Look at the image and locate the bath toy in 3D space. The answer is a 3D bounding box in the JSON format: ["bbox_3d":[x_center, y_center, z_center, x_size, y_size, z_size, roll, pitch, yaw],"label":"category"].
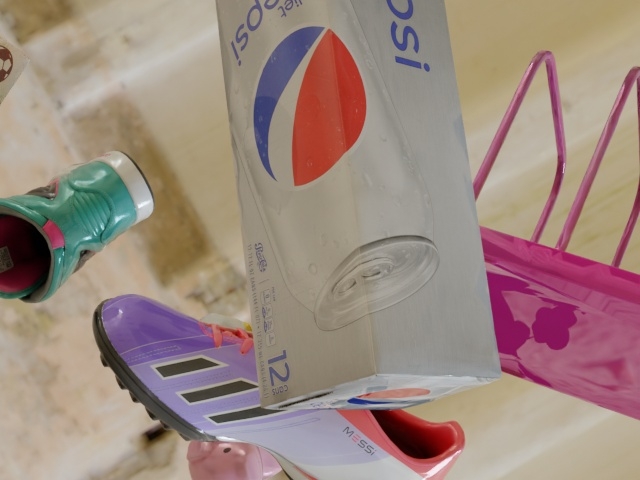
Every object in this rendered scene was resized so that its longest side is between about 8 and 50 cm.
[{"bbox_3d":[-0.099,0.256,1.474,0.151,0.129,0.348,-6,-80,62],"label":"bath toy"}]

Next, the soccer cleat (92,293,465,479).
[{"bbox_3d":[-0.029,0.116,1.055,0.318,0.116,0.109,35,27,-23],"label":"soccer cleat"}]

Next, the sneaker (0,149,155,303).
[{"bbox_3d":[-0.315,-0.001,1.527,0.124,0.178,0.295,60,-29,-4],"label":"sneaker"}]

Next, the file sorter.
[{"bbox_3d":[0.254,0.012,0.908,0.290,0.182,0.202,18,-21,23],"label":"file sorter"}]

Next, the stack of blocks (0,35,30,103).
[{"bbox_3d":[-0.386,-0.133,1.091,0.297,0.171,0.087,25,-9,41],"label":"stack of blocks"}]

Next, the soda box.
[{"bbox_3d":[0.014,-0.056,0.727,0.091,0.098,0.286,-22,-112,45],"label":"soda box"}]
